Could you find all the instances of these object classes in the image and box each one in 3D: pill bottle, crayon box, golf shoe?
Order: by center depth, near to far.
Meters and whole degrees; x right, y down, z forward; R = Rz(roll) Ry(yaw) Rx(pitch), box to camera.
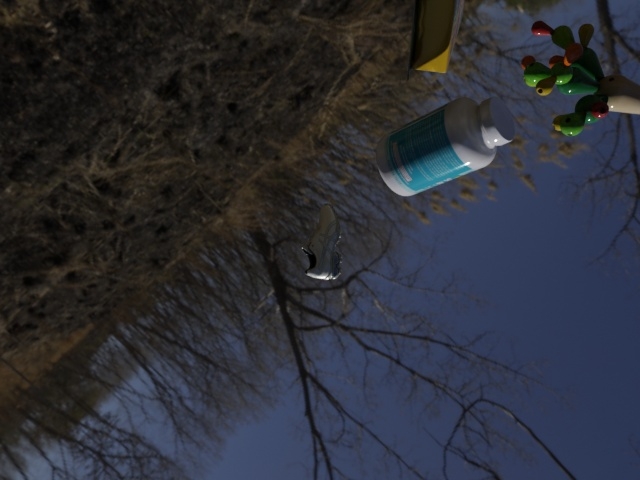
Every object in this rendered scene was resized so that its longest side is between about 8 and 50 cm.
[{"bbox_3d":[0.252,-0.195,1.194,0.264,0.146,0.146,-20,-156,43],"label":"pill bottle"},{"bbox_3d":[0.254,-0.500,1.242,0.202,0.081,0.318,86,20,-49],"label":"crayon box"},{"bbox_3d":[0.000,0.000,1.317,0.069,0.086,0.176,144,-55,-68],"label":"golf shoe"}]

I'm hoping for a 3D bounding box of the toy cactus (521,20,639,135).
[{"bbox_3d":[0.370,-0.224,0.806,0.219,0.181,0.112,-82,-171,-46],"label":"toy cactus"}]
